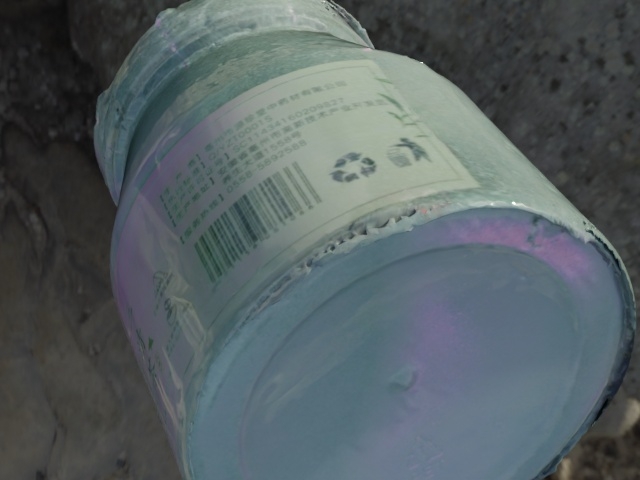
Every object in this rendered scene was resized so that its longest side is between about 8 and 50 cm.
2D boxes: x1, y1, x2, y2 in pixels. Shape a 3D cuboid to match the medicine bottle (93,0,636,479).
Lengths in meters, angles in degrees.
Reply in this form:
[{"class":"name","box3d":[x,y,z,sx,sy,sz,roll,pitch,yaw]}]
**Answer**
[{"class":"medicine bottle","box3d":[0.000,0.000,0.679,0.245,0.245,0.290,-12,40,-16]}]
